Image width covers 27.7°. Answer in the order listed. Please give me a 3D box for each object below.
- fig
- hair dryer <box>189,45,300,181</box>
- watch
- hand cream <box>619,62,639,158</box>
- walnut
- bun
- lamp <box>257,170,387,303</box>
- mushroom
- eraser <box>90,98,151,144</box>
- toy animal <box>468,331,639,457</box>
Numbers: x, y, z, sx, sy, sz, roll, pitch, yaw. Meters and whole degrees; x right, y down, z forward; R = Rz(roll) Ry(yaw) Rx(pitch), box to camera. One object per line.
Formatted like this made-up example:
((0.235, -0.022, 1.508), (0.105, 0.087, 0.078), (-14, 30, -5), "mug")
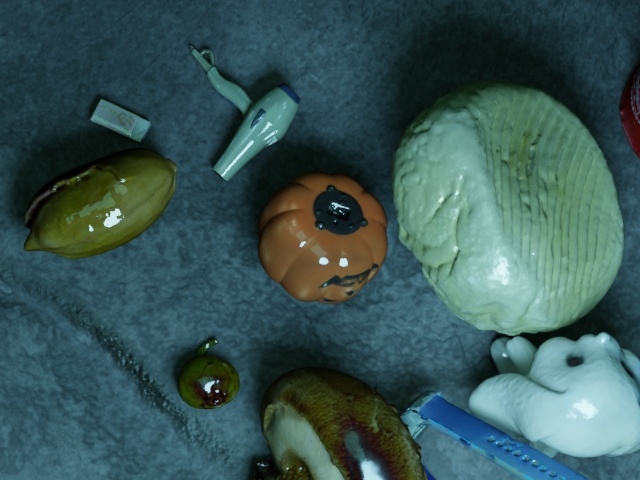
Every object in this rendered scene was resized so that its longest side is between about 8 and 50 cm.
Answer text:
((-0.165, 0.193, 1.846), (0.084, 0.082, 0.098), (-38, 46, 10), "fig")
((-0.147, -0.185, 1.930), (0.199, 0.067, 0.167), (27, 85, 15), "hair dryer")
((0.216, 0.314, 1.738), (0.274, 0.276, 0.068), (49, 48, 9), "watch")
((0.561, -0.204, 1.897), (0.230, 0.149, 0.230), (0, 79, 2), "hand cream")
((-0.315, -0.052, 1.854), (0.245, 0.137, 0.137), (-26, 81, -14), "walnut")
((0.243, -0.038, 1.798), (0.352, 0.227, 0.349), (32, 55, -23), "bun")
((0.000, 0.000, 1.839), (0.188, 0.164, 0.187), (9, 59, -15), "lamp")
((0.026, 0.308, 1.748), (0.163, 0.278, 0.297), (-22, 89, -45), "mushroom")
((-0.297, -0.177, 1.935), (0.083, 0.019, 0.038), (25, 78, 3), "eraser")
((0.328, 0.217, 1.761), (0.249, 0.289, 0.174), (3, 80, 20), "toy animal")
